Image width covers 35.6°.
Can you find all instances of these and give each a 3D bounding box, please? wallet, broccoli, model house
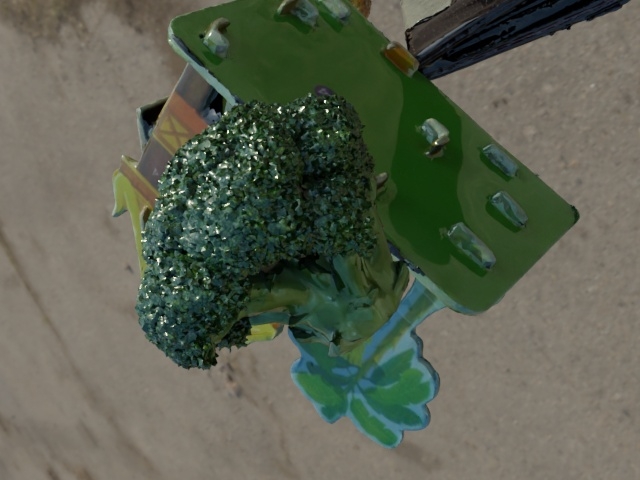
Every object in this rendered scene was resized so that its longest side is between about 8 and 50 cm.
[{"bbox_3d":[0.195,-0.265,0.958,0.071,0.262,0.221,54,-160,-30],"label":"wallet"},{"bbox_3d":[-0.032,0.002,0.595,0.156,0.195,0.195,50,154,-16],"label":"broccoli"},{"bbox_3d":[0.000,0.000,0.897,0.358,0.242,0.313,42,131,9],"label":"model house"}]

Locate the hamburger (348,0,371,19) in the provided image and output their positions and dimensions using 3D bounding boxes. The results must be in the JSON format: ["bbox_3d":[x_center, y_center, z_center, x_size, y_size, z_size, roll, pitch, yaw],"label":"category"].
[{"bbox_3d":[-0.002,-0.304,1.172,0.166,0.087,0.137,44,-174,-14],"label":"hamburger"}]
